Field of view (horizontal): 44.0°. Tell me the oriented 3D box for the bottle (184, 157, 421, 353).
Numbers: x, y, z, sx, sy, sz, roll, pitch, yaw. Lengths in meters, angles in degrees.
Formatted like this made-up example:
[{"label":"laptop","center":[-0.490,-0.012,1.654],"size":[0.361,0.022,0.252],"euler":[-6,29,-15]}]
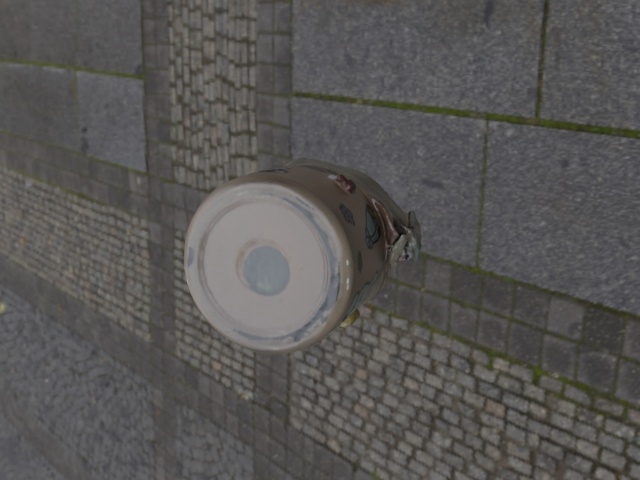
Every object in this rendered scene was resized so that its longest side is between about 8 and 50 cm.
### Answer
[{"label":"bottle","center":[-0.001,-0.001,0.444],"size":[0.098,0.152,0.099],"euler":[4,100,20]}]
